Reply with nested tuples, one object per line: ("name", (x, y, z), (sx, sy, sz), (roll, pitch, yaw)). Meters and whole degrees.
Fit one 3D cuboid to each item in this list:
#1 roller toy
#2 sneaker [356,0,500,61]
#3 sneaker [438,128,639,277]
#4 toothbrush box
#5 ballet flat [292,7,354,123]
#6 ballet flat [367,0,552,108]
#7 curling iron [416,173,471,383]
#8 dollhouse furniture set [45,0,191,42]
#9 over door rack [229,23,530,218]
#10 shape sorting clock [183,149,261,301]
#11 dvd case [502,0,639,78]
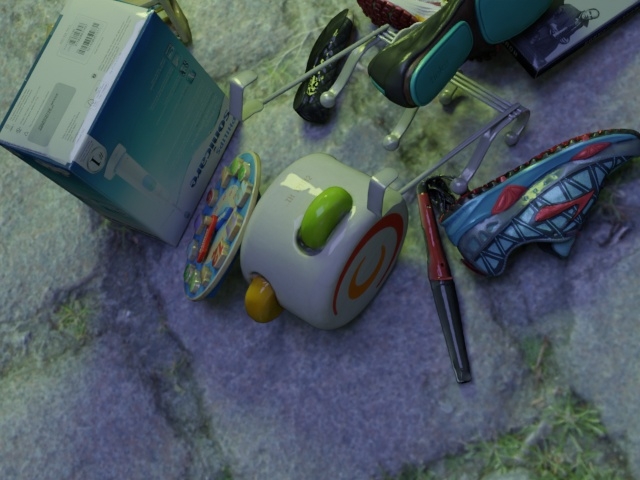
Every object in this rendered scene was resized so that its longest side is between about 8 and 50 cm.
("roller toy", (0.000, 0.000, 1.254), (0.146, 0.191, 0.209), (31, 122, 23))
("sneaker", (0.145, -0.316, 1.380), (0.225, 0.088, 0.092), (23, 76, 13))
("sneaker", (0.280, -0.042, 1.247), (0.262, 0.104, 0.125), (-28, 91, 3))
("toothbrush box", (-0.244, -0.147, 1.322), (0.126, 0.295, 0.216), (21, 80, 24))
("ballet flat", (0.010, -0.240, 1.419), (0.057, 0.049, 0.173), (-4, 62, 62))
("ballet flat", (0.162, -0.261, 1.228), (0.280, 0.095, 0.096), (-38, 44, -25))
("curling iron", (0.161, 0.039, 1.273), (0.068, 0.035, 0.273), (-8, 70, 15))
("dollhouse furniture set", (-0.297, -0.335, 1.534), (0.182, 0.101, 0.161), (-21, 43, 10))
("over door rack", (0.071, -0.142, 1.254), (0.239, 0.108, 0.324), (36, 41, 24))
("shape sorting clock", (-0.130, -0.020, 1.316), (0.206, 0.040, 0.206), (-45, 34, 41))
("dvd case", (0.312, -0.337, 1.319), (0.239, 0.029, 0.179), (-34, 73, -10))
